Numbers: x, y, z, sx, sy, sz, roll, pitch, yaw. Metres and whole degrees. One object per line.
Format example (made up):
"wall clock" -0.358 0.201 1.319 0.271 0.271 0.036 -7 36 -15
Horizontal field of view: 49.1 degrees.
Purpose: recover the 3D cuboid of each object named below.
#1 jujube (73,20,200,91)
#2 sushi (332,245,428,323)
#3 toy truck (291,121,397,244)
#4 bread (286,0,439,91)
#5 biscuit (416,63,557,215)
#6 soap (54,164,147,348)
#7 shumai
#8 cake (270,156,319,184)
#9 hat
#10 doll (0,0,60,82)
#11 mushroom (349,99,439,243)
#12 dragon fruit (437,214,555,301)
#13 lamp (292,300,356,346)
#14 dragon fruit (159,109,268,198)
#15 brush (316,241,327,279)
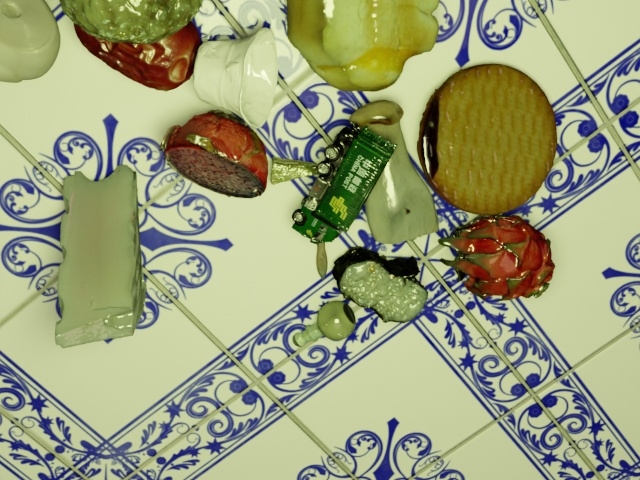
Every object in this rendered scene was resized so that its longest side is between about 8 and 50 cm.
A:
"jujube" -0.340 -0.381 1.312 0.230 0.155 0.155 28 107 -6
"sushi" 0.136 0.086 1.563 0.213 0.115 0.147 24 111 -16
"toy truck" 0.039 -0.107 1.417 0.121 0.088 0.259 31 125 3
"bread" 0.069 -0.449 1.294 0.301 0.210 0.341 -20 121 -22
"biscuit" 0.353 -0.210 1.470 0.318 0.040 0.317 -2 99 -13
"soap" -0.446 0.029 1.402 0.159 0.257 0.302 -4 111 -3
"shumai" -0.315 -0.455 1.151 0.256 0.218 0.189 -29 77 -12
"cake" -0.041 -0.156 1.481 0.140 0.051 0.055 -10 111 -4
"hat" -0.168 -0.319 1.351 0.126 0.203 0.203 10 112 15
"doll" -0.616 -0.375 1.277 0.251 0.221 0.221 16 112 -41
"mushroom" 0.154 -0.142 1.486 0.159 0.122 0.328 -31 118 -33
"dragon fruit" 0.385 0.033 1.531 0.274 0.192 0.193 25 85 -5
"lamp" 0.003 0.203 1.621 0.163 0.091 0.091 -31 113 25
"dragon fruit" -0.191 -0.193 1.393 0.224 0.219 0.148 32 69 -36
"brush" 0.000 0.000 1.564 0.070 0.021 0.196 -4 113 -2
